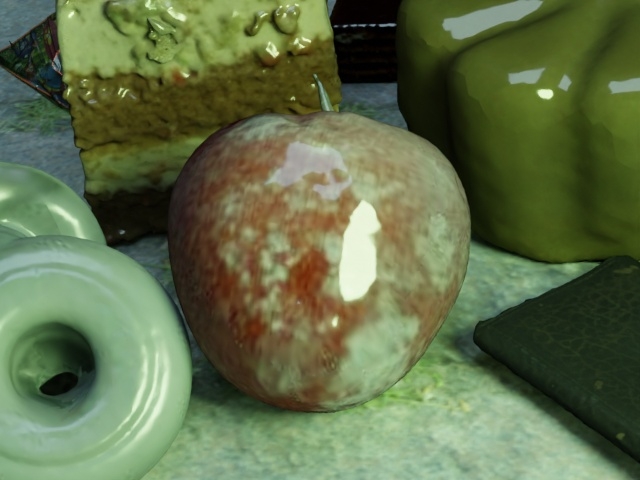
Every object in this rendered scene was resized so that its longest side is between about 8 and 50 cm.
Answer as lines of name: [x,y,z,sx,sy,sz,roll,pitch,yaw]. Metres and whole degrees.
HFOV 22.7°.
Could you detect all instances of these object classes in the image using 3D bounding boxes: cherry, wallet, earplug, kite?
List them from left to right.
earplug: [-0.233,0.071,1.271,0.214,0.175,0.325,-27,49,-13]
kite: [-0.284,-0.219,1.712,0.241,0.014,0.183,-21,63,39]
cherry: [0.000,0.000,1.257,0.236,0.213,0.285,-7,66,16]
wallet: [0.275,0.113,1.194,0.170,0.044,0.321,-27,37,-24]

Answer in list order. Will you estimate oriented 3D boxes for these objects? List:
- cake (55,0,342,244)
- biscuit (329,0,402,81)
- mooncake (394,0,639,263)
cake: [-0.112,-0.181,1.474,0.256,0.290,0.282,-10,39,2]
biscuit: [0.201,-0.219,1.632,0.388,0.073,0.107,2,39,13]
mooncake: [0.250,-0.171,1.394,0.378,0.200,0.378,-6,49,7]
